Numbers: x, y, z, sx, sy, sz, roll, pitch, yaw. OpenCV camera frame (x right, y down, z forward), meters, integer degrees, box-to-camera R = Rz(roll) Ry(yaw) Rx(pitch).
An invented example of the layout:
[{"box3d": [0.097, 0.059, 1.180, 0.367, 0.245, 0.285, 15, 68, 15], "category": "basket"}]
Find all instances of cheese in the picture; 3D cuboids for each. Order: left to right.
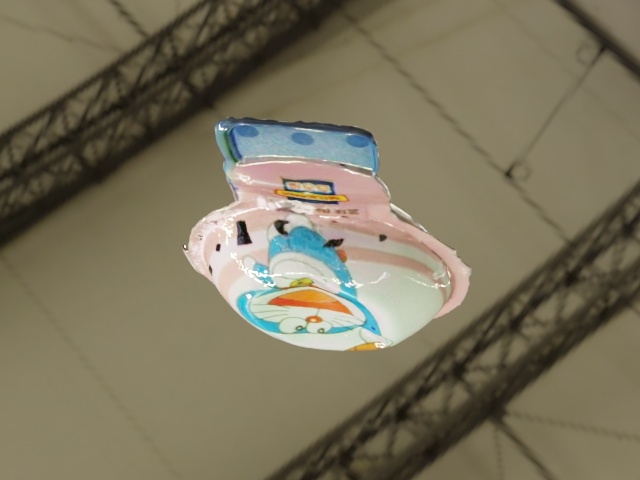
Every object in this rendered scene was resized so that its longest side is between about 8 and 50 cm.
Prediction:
[{"box3d": [0.000, 0.000, 1.032, 0.189, 0.286, 0.074, 4, -116, 8], "category": "cheese"}]
